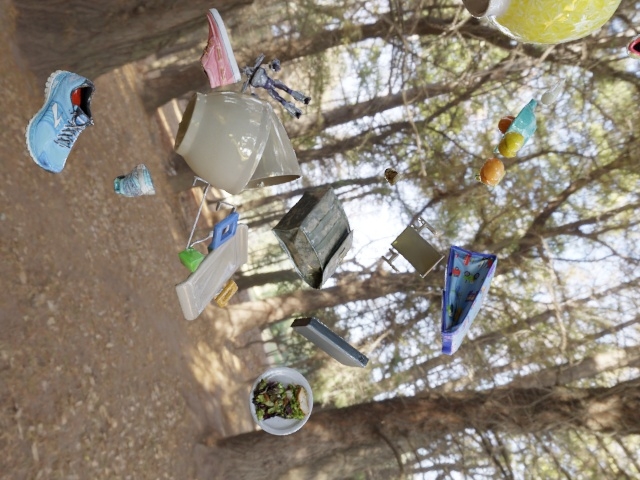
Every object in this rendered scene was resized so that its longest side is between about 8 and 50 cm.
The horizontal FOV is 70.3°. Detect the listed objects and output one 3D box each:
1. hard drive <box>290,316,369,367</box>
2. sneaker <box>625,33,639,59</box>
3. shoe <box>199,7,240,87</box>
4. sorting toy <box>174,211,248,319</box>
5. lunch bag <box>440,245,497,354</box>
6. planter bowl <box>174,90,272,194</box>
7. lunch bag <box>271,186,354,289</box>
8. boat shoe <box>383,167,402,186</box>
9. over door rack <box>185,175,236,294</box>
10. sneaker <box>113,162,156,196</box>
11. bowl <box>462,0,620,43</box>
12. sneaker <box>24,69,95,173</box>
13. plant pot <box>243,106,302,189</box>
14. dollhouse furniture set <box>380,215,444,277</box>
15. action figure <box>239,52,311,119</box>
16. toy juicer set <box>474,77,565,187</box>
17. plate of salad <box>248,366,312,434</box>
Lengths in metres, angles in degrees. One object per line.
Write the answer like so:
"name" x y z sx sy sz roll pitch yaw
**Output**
"hard drive" 0.015 0.188 0.844 0.135 0.022 0.094 39 -23 -12
"sneaker" 0.823 -0.458 1.051 0.208 0.094 0.082 2 -73 43
"shoe" -0.264 -0.470 1.117 0.063 0.081 0.178 -151 -139 -72
"sorting toy" -0.236 0.063 0.978 0.047 0.196 0.348 34 -30 12
"lunch bag" 0.416 0.202 1.353 0.221 0.138 0.294 66 42 -60
"planter bowl" -0.161 -0.164 0.709 0.162 0.109 0.162 -37 -136 46
"lunch bag" 0.000 0.000 1.603 0.168 0.235 0.287 -2 -52 41
"boat shoe" 0.224 -0.205 1.439 0.045 0.050 0.135 46 6 -9
"over door rack" -0.352 -0.016 1.493 0.239 0.108 0.325 37 -59 46
"sneaker" -0.658 -0.207 1.581 0.283 0.122 0.110 16 -62 64
"bowl" 0.302 -0.428 0.692 0.289 0.155 0.290 -21 90 -90
"sneaker" -0.390 -0.181 0.694 0.063 0.073 0.162 27 74 -73
"plant pot" -0.216 -0.348 1.673 0.256 0.256 0.275 175 -95 -80
"dollhouse furniture set" 0.351 0.041 1.670 0.161 0.212 0.242 45 7 11
"action figure" -0.175 -0.574 1.699 0.185 0.284 0.099 -54 -165 24
"toy juicer set" 0.490 -0.284 1.149 0.089 0.329 0.209 36 23 15
"plate of salad" -0.119 0.488 1.394 0.048 0.199 0.200 120 -47 -62
